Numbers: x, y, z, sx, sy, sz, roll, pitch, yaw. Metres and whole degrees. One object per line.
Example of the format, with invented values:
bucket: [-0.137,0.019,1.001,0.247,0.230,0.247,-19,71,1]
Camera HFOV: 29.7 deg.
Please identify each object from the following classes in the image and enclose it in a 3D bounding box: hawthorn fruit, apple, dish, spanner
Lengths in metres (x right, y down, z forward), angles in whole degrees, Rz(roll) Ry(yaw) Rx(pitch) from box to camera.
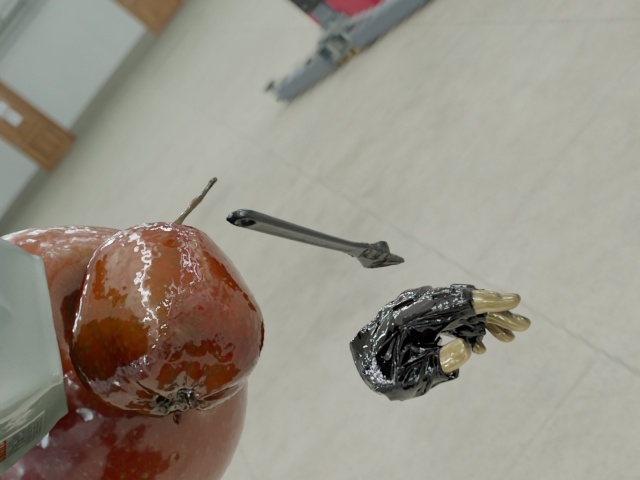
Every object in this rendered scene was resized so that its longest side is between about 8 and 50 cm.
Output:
hawthorn fruit: [-0.133,0.045,1.026,0.162,0.162,0.204,-38,53,42]
apple: [-0.246,0.150,1.186,0.277,0.348,0.348,-57,8,44]
dish: [-0.227,0.084,0.898,0.234,0.064,0.154,118,141,-67]
spanner: [0.000,0.000,1.058,0.046,0.208,0.012,-21,64,41]

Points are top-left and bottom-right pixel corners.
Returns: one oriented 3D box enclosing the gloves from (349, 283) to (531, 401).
gloves: [0.135,0.101,1.341,0.203,0.124,0.164,-40,13,27]
